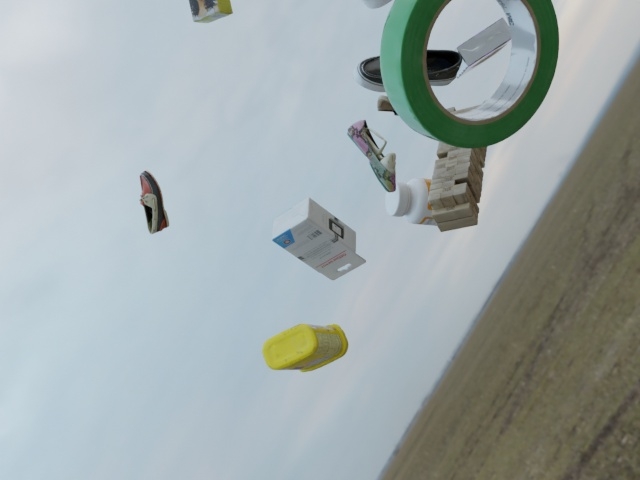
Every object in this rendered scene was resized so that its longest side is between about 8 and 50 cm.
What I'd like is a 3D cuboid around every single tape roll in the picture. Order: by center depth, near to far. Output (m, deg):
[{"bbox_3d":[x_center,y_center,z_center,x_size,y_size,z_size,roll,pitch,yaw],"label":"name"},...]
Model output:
[{"bbox_3d":[0.259,-0.322,1.381,0.321,0.321,0.077,-60,30,3],"label":"tape roll"}]

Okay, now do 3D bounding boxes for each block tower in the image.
[{"bbox_3d":[0.325,-0.178,1.861,0.091,0.097,0.336,56,-145,-38],"label":"block tower"}]

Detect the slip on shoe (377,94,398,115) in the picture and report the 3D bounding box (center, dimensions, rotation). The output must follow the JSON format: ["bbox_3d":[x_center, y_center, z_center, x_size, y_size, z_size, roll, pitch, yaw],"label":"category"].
[{"bbox_3d":[0.216,-0.362,2.211,0.051,0.135,0.041,1,80,61],"label":"slip on shoe"}]

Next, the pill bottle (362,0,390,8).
[{"bbox_3d":[0.059,-0.676,1.788,0.323,0.181,0.182,41,-103,-35],"label":"pill bottle"}]

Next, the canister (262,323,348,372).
[{"bbox_3d":[-0.030,0.217,1.625,0.126,0.073,0.170,-27,-17,17],"label":"canister"}]

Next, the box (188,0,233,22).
[{"bbox_3d":[-0.275,-0.633,1.870,0.058,0.087,0.232,-17,-85,-58],"label":"box"}]

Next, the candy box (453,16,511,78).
[{"bbox_3d":[0.477,-0.574,2.408,0.164,0.070,0.196,-33,1,1],"label":"candy box"}]

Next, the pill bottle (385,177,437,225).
[{"bbox_3d":[0.322,-0.113,2.362,0.136,0.245,0.137,-176,90,-71],"label":"pill bottle"}]

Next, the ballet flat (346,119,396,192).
[{"bbox_3d":[0.159,-0.240,2.214,0.079,0.222,0.077,-37,-10,23],"label":"ballet flat"}]

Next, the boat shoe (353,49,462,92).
[{"bbox_3d":[0.179,-0.346,1.590,0.076,0.228,0.080,123,140,-59],"label":"boat shoe"}]

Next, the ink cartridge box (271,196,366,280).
[{"bbox_3d":[0.000,0.000,1.643,0.104,0.180,0.060,-31,40,32],"label":"ink cartridge box"}]

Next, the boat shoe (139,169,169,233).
[{"bbox_3d":[-0.355,-0.079,1.676,0.043,0.049,0.137,-29,-59,-31],"label":"boat shoe"}]
